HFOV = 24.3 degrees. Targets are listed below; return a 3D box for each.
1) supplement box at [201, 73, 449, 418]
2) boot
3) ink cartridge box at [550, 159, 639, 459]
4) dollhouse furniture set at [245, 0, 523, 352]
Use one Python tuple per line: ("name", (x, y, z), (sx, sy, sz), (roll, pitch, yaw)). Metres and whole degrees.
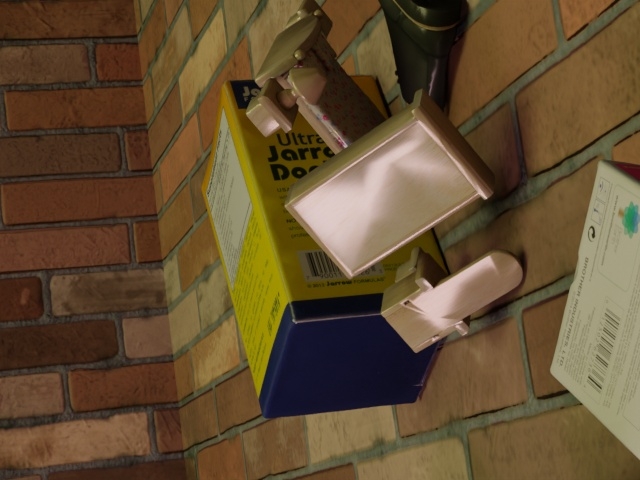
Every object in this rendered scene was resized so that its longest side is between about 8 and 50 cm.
("supplement box", (0.000, 0.000, 1.739), (0.194, 0.195, 0.357), (107, 152, -49))
("boot", (0.087, -0.231, 1.620), (0.198, 0.076, 0.137), (-116, 22, -52))
("ink cartridge box", (0.267, 0.072, 1.069), (0.311, 0.065, 0.186), (-126, 44, -68))
("dollhouse furniture set", (0.096, -0.114, 1.570), (0.303, 0.173, 0.355), (49, -155, -18))
